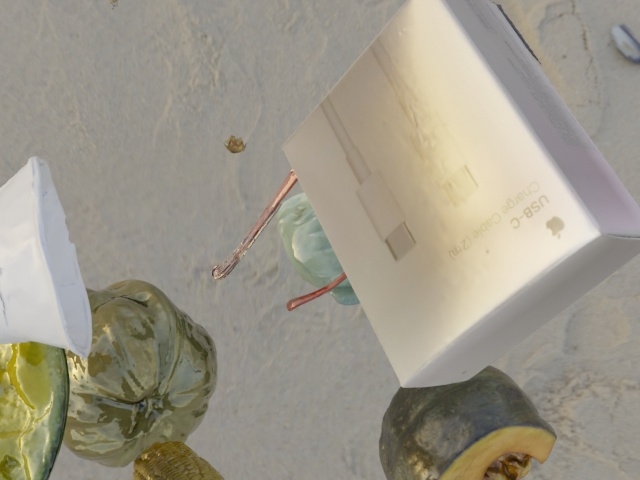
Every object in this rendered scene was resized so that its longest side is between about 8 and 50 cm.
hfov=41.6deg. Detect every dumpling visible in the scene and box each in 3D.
[{"bbox_3d":[0.019,0.009,1.406,0.152,0.108,0.219,-33,76,-14],"label":"dumpling"}]

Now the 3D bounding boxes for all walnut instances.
[{"bbox_3d":[-0.301,0.191,1.250,0.282,0.277,0.253,-15,112,-39],"label":"walnut"}]

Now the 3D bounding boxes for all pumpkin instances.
[{"bbox_3d":[0.252,0.371,1.528,0.256,0.225,0.303,26,97,-26],"label":"pumpkin"}]

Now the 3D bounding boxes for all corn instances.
[{"bbox_3d":[-0.161,0.305,1.011,0.097,0.262,0.097,-1,93,-27],"label":"corn"}]

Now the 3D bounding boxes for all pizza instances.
[{"bbox_3d":[-0.179,-0.201,1.767,0.016,0.083,0.037,12,97,24],"label":"pizza"}]

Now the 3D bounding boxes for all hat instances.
[{"bbox_3d":[-0.293,0.027,0.773,0.126,0.203,0.203,-14,79,-11],"label":"hat"}]

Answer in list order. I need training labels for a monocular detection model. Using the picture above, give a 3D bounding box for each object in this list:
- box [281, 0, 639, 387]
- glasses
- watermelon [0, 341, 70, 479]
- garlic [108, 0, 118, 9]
[{"bbox_3d":[0.103,-0.043,0.669,0.106,0.203,0.251,2,53,-46],"label":"box"},{"bbox_3d":[0.000,0.000,1.248,0.268,0.234,0.118,-54,47,8],"label":"glasses"},{"bbox_3d":[-0.412,0.183,0.886,0.331,0.189,0.331,0,82,0],"label":"watermelon"},{"bbox_3d":[-0.333,-0.456,1.412,0.074,0.094,0.113,45,49,-23],"label":"garlic"}]
